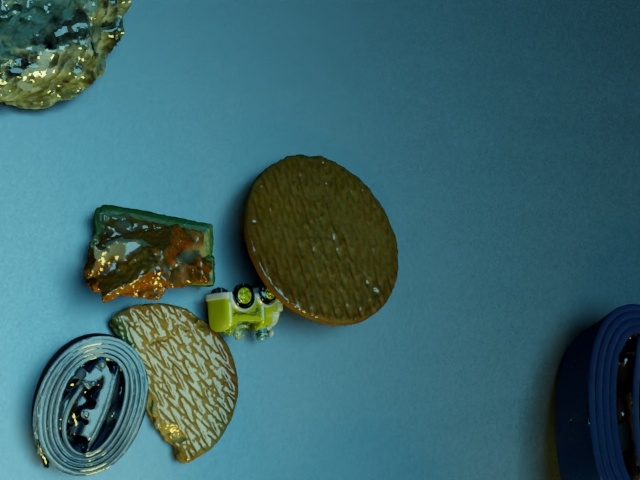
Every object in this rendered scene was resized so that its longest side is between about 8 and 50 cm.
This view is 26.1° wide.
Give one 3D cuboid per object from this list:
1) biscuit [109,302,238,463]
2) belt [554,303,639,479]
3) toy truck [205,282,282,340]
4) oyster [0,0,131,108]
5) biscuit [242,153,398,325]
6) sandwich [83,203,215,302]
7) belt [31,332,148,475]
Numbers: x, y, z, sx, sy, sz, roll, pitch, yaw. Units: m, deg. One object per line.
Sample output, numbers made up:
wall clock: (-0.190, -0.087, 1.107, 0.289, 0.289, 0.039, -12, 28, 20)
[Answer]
biscuit: (-0.189, 0.178, 1.888, 0.144, 0.033, 0.224, -30, 92, -25)
belt: (0.466, 0.275, 2.060, 0.212, 0.117, 0.347, 12, 62, -17)
toy truck: (-0.101, 0.100, 1.909, 0.111, 0.076, 0.077, 3, 81, -39)
oyster: (-0.374, -0.275, 1.842, 0.198, 0.112, 0.267, 32, 74, -15)
biscuit: (0.000, 0.000, 1.957, 0.262, 0.037, 0.262, 15, 59, -27)
sandwich: (-0.220, 0.020, 1.835, 0.185, 0.160, 0.109, 4, 99, -14)
belt: (-0.303, 0.215, 1.803, 0.141, 0.082, 0.190, 20, 85, -11)
